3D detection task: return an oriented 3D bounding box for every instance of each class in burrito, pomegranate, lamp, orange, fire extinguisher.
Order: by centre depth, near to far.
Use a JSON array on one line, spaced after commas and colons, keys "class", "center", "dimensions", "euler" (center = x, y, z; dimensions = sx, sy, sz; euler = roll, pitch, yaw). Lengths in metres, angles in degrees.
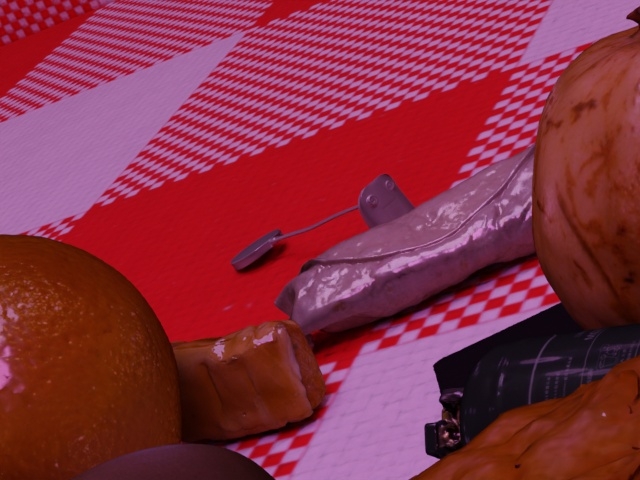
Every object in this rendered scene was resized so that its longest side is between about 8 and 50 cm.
[{"class": "fire extinguisher", "center": [0.170, 0.088, 0.902], "dimensions": [0.311, 0.095, 0.114], "euler": [-10, -10, 35]}, {"class": "pomegranate", "center": [0.214, -0.039, 0.986], "dimensions": [0.215, 0.215, 0.215], "euler": [-24, 19, 9]}, {"class": "orange", "center": [-0.193, 0.107, 1.147], "dimensions": [0.236, 0.236, 0.236], "euler": [-24, 19, 9]}, {"class": "burrito", "center": [0.087, 0.003, 1.285], "dimensions": [0.275, 0.059, 0.082], "euler": [-25, 34, 7]}, {"class": "lamp", "center": [0.000, 0.000, 1.465], "dimensions": [0.198, 0.056, 0.050], "euler": [-22, 17, 49]}]

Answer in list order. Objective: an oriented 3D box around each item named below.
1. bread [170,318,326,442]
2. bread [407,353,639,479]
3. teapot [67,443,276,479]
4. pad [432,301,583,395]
[{"class": "bread", "center": [-0.061, 0.096, 1.223], "dimensions": [0.132, 0.074, 0.053], "euler": [-12, 13, 33]}, {"class": "bread", "center": [0.103, 0.187, 0.559], "dimensions": [0.398, 0.215, 0.398], "euler": [-24, 21, 10]}, {"class": "teapot", "center": [-0.061, 0.218, 0.781], "dimensions": [0.267, 0.186, 0.175], "euler": [-52, 47, 12]}, {"class": "pad", "center": [0.153, 0.095, 1.041], "dimensions": [0.160, 0.009, 0.265], "euler": [-25, 21, 5]}]
